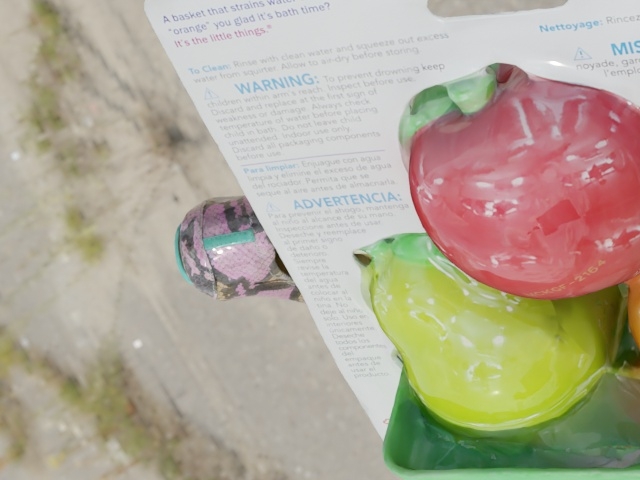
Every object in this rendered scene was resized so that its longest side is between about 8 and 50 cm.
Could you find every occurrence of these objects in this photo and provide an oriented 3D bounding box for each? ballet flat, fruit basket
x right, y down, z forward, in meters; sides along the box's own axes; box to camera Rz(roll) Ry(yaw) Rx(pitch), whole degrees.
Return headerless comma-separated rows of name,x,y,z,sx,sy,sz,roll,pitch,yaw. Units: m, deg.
ballet flat,0.000,0.000,0.971,0.079,0.221,0.077,-8,87,28
fruit basket,0.131,-0.004,0.748,0.327,0.165,0.353,-5,129,26
